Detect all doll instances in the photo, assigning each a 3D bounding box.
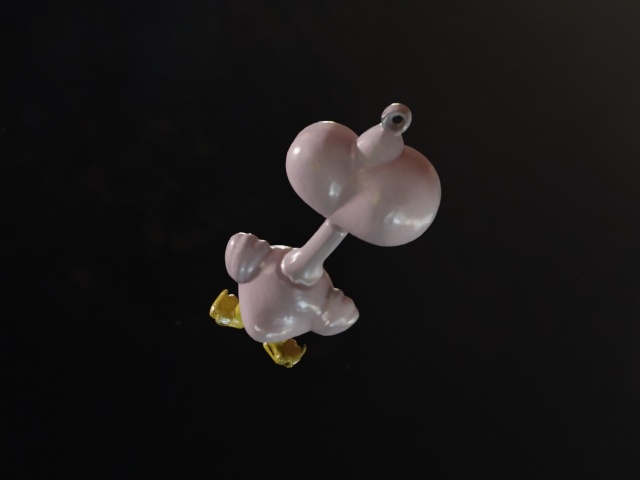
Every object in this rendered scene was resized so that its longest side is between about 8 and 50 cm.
[{"bbox_3d":[0.000,0.000,1.164,0.160,0.365,0.094,34,-143,-1],"label":"doll"}]
